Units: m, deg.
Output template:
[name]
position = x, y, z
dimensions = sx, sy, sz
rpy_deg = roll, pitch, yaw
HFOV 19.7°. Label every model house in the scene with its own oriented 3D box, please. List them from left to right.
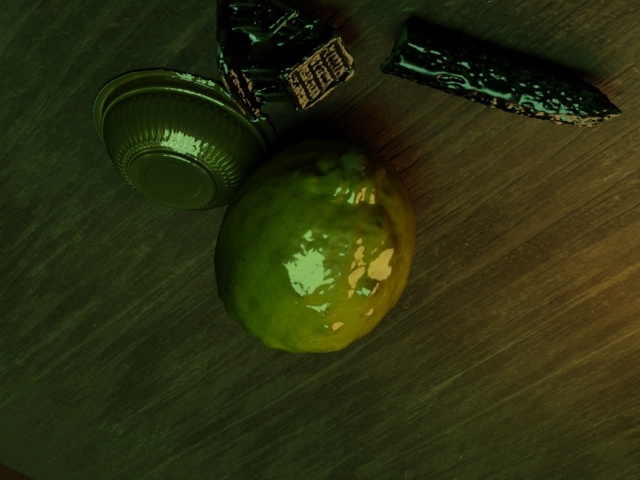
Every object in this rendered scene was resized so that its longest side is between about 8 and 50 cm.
[model house]
position = -0.044, -0.238, 2.274
dimensions = 0.152, 0.106, 0.165
rpy_deg = 0, 147, 25

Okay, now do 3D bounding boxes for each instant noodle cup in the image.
[instant noodle cup]
position = -0.193, -0.112, 2.526
dimensions = 0.274, 0.091, 0.274
rpy_deg = 10, 146, 7

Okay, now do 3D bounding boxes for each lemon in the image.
[lemon]
position = -0.001, 0.005, 2.471
dimensions = 0.285, 0.285, 0.316
rpy_deg = 37, 113, -28

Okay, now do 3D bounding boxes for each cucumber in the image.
[cucumber]
position = 0.224, -0.193, 2.262
dimensions = 0.300, 0.072, 0.072
rpy_deg = 18, 146, -3

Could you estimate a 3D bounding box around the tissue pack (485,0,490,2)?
[tissue pack]
position = 0.182, -0.322, 2.105
dimensions = 0.042, 0.062, 0.083
rpy_deg = -17, 134, 44
